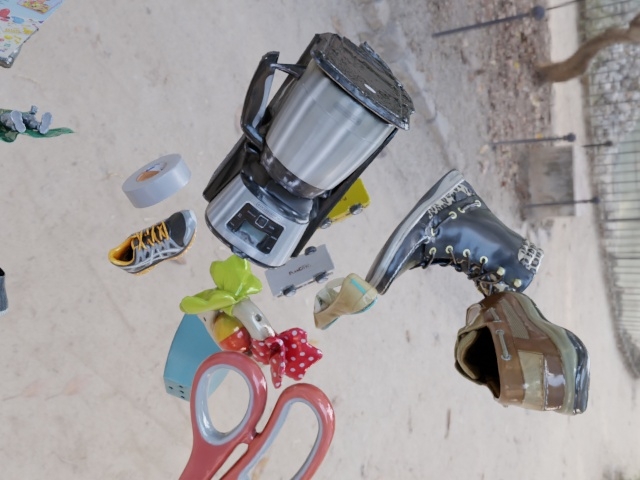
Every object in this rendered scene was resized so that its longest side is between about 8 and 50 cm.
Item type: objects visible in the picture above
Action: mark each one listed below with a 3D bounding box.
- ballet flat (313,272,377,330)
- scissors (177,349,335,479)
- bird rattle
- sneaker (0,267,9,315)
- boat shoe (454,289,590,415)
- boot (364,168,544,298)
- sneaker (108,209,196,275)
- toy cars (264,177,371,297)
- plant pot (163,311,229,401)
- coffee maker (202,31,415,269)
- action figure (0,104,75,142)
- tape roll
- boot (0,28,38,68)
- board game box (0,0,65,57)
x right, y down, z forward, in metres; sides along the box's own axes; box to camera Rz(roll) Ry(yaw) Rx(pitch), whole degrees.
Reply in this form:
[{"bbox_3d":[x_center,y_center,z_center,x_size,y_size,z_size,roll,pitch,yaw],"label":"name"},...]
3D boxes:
[{"bbox_3d":[0.031,0.107,1.113,0.073,0.232,0.080,47,60,-2],"label":"ballet flat"},{"bbox_3d":[-0.097,0.210,0.441,0.297,0.109,0.021,-59,171,11],"label":"scissors"},{"bbox_3d":[-0.126,0.152,1.067,0.253,0.207,0.143,45,55,-8],"label":"bird rattle"},{"bbox_3d":[-0.873,0.100,1.502,0.083,0.221,0.118,-60,164,-70],"label":"sneaker"},{"bbox_3d":[0.243,0.141,0.829,0.324,0.119,0.123,-122,-151,-86],"label":"boat shoe"},{"bbox_3d":[0.288,0.041,1.270,0.284,0.138,0.377,40,52,6],"label":"boot"},{"bbox_3d":[-0.338,0.005,1.225,0.083,0.214,0.084,22,38,-57],"label":"sneaker"},{"bbox_3d":[0.000,0.000,1.659,0.394,0.176,0.087,-62,158,-10],"label":"toy cars"},{"bbox_3d":[-0.333,0.322,1.689,0.166,0.165,0.234,100,11,-51],"label":"plant pot"},{"bbox_3d":[-0.007,-0.079,0.537,0.120,0.178,0.171,46,26,9],"label":"coffee maker"},{"bbox_3d":[-0.535,-0.209,1.054,0.137,0.232,0.064,-3,104,-41],"label":"action figure"},{"bbox_3d":[-0.534,-0.196,1.978,0.219,0.219,0.072,-54,128,-41],"label":"tape roll"},{"bbox_3d":[-0.906,-0.594,1.626,0.246,0.083,0.161,33,71,-34],"label":"boot"},{"bbox_3d":[-0.575,-0.468,1.081,0.144,0.275,0.142,2,73,-53],"label":"board game box"}]
